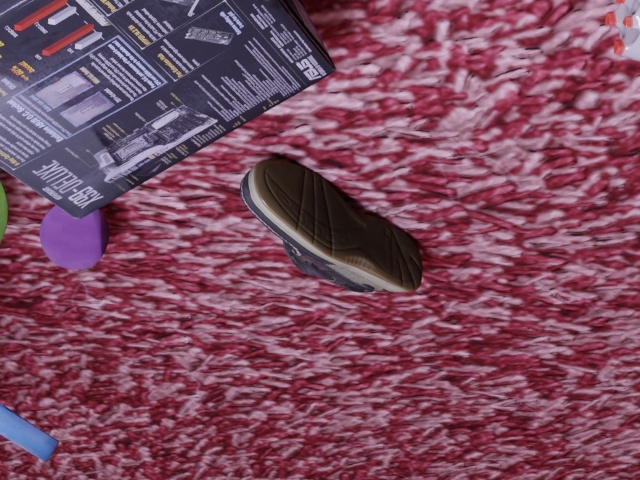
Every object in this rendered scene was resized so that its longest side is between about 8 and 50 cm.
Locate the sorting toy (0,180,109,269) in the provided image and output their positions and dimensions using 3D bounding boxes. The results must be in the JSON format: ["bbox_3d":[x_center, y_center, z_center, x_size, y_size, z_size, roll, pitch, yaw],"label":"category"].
[{"bbox_3d":[-0.382,-0.031,1.756,0.366,0.127,0.126,9,179,-8],"label":"sorting toy"}]

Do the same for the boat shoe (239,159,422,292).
[{"bbox_3d":[0.000,-0.001,1.710,0.073,0.080,0.224,-26,141,36],"label":"boat shoe"}]

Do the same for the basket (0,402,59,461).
[{"bbox_3d":[-0.411,0.122,1.860,0.289,0.201,0.255,31,170,-22],"label":"basket"}]

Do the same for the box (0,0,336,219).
[{"bbox_3d":[-0.148,-0.143,1.332,0.242,0.076,0.307,-30,157,9],"label":"box"}]

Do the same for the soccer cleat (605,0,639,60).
[{"bbox_3d":[0.267,-0.196,1.339,0.076,0.068,0.196,-3,153,-12],"label":"soccer cleat"}]
